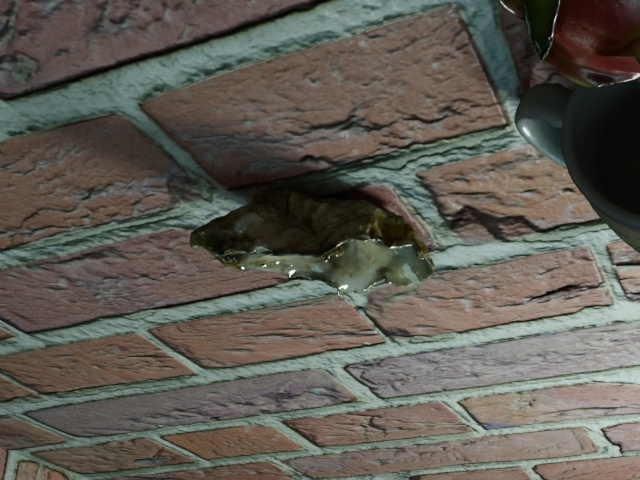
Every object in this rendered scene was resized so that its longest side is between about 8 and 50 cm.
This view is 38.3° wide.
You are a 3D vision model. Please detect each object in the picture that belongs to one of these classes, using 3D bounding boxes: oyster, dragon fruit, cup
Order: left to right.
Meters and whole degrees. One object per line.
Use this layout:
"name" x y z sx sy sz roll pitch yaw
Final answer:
"oyster" -0.001 -0.003 1.201 0.341 0.110 0.166 6 157 -12
"dragon fruit" 0.230 -0.218 0.683 0.224 0.224 0.227 -17 127 31
"cup" 0.352 -0.077 0.963 0.301 0.227 0.257 20 167 31
